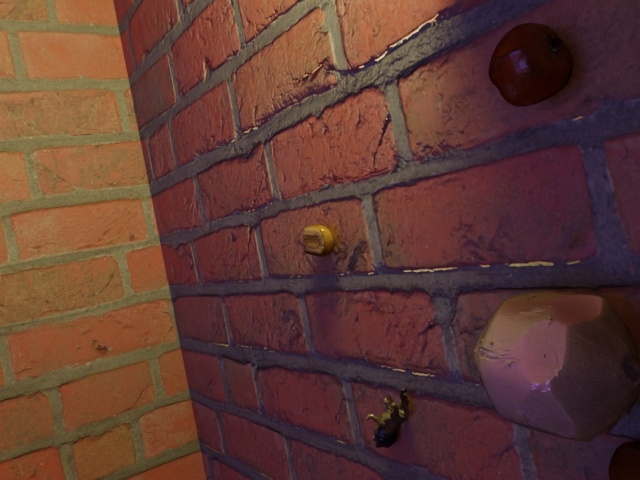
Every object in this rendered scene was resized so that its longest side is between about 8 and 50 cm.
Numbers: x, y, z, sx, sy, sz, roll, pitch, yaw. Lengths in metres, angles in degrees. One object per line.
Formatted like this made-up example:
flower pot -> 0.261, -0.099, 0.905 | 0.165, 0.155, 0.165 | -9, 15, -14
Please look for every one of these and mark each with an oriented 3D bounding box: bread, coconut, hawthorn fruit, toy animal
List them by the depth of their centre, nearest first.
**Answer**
coconut -> 0.366, 0.188, 0.866 | 0.230, 0.227, 0.227 | -3, 97, 61
hawthorn fruit -> 0.325, -0.271, 0.887 | 0.128, 0.128, 0.128 | 21, 117, 51
toy animal -> 0.165, 0.411, 1.358 | 0.086, 0.069, 0.220 | 32, 133, 20
bread -> 0.000, 0.000, 1.478 | 0.115, 0.056, 0.082 | -3, 93, 60

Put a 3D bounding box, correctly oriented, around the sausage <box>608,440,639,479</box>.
sausage -> 0.513, 0.317, 0.749 | 0.348, 0.093, 0.097 | 125, 130, -66
